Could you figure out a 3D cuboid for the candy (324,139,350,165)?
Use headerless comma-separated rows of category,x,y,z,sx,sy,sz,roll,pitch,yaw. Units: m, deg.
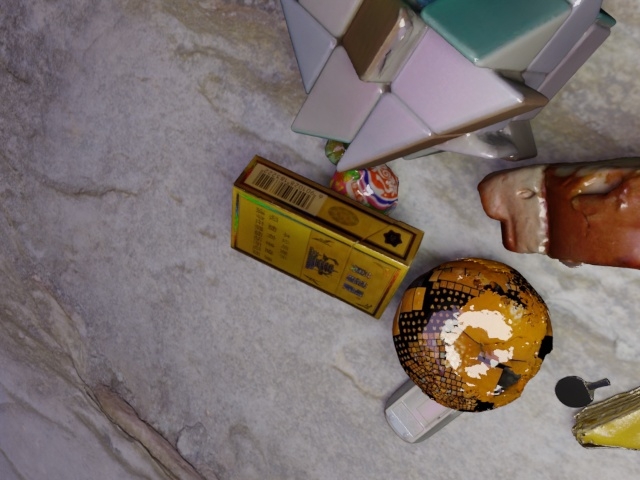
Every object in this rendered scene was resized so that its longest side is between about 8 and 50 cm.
candy,0.031,-0.234,1.007,0.061,0.061,0.202,-8,85,33

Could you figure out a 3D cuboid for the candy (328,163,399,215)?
candy,-0.004,-0.037,1.036,0.365,0.124,0.124,-32,80,41

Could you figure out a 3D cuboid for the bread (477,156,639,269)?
bread,0.383,-0.043,0.653,0.328,0.295,0.114,9,105,63

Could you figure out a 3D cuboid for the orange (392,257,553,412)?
orange,0.225,0.138,0.840,0.235,0.182,0.234,2,105,7

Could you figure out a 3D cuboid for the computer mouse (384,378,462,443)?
computer mouse,0.197,0.278,0.977,0.102,0.045,0.199,49,118,18

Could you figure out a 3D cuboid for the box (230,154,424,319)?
box,0.000,0.000,0.933,0.302,0.084,0.192,26,148,6

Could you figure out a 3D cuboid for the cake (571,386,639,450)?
cake,0.472,0.270,0.796,0.185,0.080,0.116,-41,88,20

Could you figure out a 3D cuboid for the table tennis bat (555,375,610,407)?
table tennis bat,0.405,0.231,0.858,0.083,0.007,0.050,-32,80,34

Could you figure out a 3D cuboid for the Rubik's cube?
Rubik's cube,0.149,-0.271,0.730,0.387,0.358,0.368,50,127,21
